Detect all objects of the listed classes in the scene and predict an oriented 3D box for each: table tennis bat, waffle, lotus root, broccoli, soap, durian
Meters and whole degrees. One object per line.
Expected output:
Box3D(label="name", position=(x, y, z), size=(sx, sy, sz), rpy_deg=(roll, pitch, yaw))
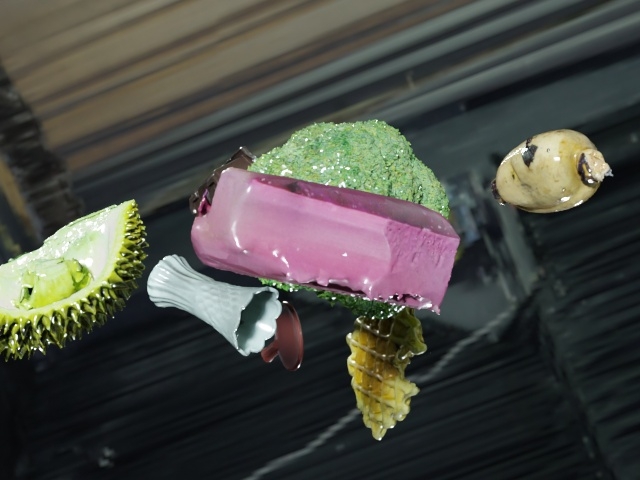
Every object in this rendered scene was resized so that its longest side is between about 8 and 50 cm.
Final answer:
Box3D(label="table tennis bat", position=(-0.054, 0.144, 1.811), size=(0.155, 0.019, 0.098), rpy_deg=(134, 126, -62))
Box3D(label="waffle", position=(0.115, 0.222, 2.328), size=(0.250, 0.056, 0.261), rpy_deg=(-58, 37, 41))
Box3D(label="lotus root", position=(0.422, -0.129, 2.332), size=(0.154, 0.257, 0.140), rpy_deg=(31, -120, -32))
Box3D(label="broccoli", position=(0.030, -0.046, 2.142), size=(0.321, 0.310, 0.413), rpy_deg=(20, -141, -43))
Box3D(label="soap", position=(0.000, 0.000, 1.545), size=(0.220, 0.324, 0.127), rpy_deg=(172, 109, -77))
Box3D(label="durian", position=(-0.426, 0.080, 1.982), size=(0.157, 0.355, 0.170), rpy_deg=(108, 139, -73))

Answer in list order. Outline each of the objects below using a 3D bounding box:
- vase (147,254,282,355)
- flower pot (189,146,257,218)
Box3D(label="vase", position=(-0.125, 0.066, 1.423), size=(0.148, 0.081, 0.081), rpy_deg=(22, 155, 32))
Box3D(label="flower pot", position=(-0.178, -0.064, 2.444), size=(0.251, 0.084, 0.179), rpy_deg=(-35, 74, 64))
